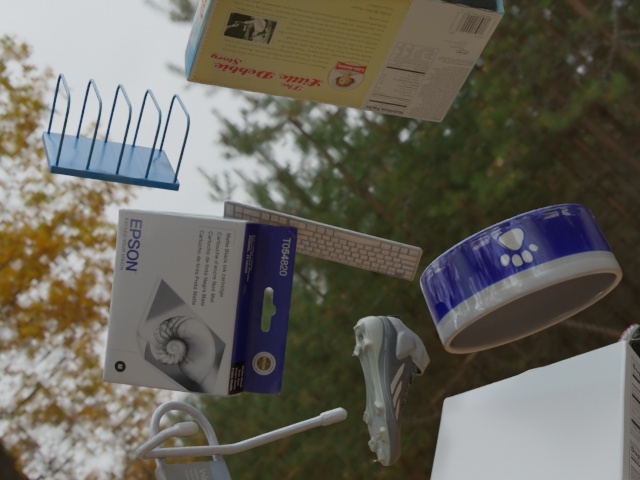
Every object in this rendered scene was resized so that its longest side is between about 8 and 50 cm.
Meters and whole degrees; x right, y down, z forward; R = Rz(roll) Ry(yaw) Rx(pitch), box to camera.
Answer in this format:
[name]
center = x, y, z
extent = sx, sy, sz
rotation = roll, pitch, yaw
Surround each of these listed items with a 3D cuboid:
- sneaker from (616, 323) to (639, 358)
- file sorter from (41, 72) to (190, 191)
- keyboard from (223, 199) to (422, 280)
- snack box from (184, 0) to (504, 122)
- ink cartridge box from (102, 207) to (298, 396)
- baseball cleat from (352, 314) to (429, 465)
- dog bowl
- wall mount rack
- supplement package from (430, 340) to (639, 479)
[sneaker]
center = 0.412, 0.200, 1.525
extent = 0.178, 0.077, 0.072
rotation = -61, -14, -24
[file sorter]
center = -0.268, -0.145, 1.502
extent = 0.118, 0.170, 0.105
rotation = -122, 46, -56
[keyboard]
center = 0.000, 0.000, 1.445
extent = 0.072, 0.255, 0.014
rotation = 100, -176, -60
[snack box]
center = 0.022, -0.236, 1.288
extent = 0.187, 0.321, 0.060
rotation = 118, 153, -49
[ink cartridge box]
center = -0.149, 0.079, 1.415
extent = 0.045, 0.223, 0.223
rotation = -71, -14, -87
[baseball cleat]
center = 0.107, 0.202, 1.563
extent = 0.109, 0.206, 0.072
rotation = -3, -12, -22
[dog bowl]
center = 0.276, 0.056, 1.578
extent = 0.264, 0.104, 0.265
rotation = -19, -19, -7
[wall mount rack]
center = -0.072, 0.342, 1.449
extent = 0.304, 0.350, 0.130
rotation = 6, -34, -47
[supplement package]
center = 0.223, 0.268, 0.989
extent = 0.199, 0.198, 0.263
rotation = -24, 31, 33
